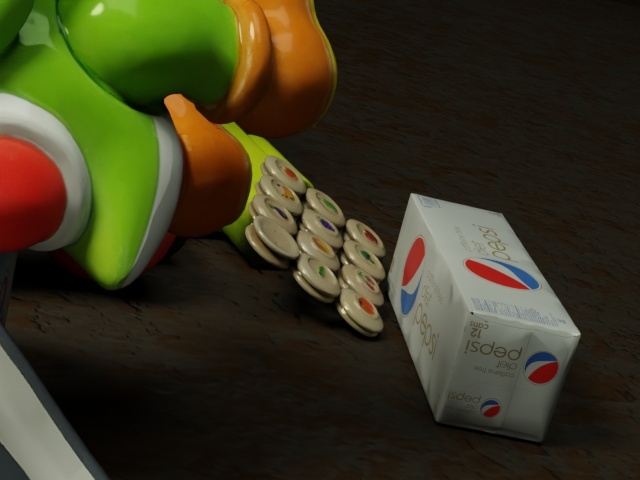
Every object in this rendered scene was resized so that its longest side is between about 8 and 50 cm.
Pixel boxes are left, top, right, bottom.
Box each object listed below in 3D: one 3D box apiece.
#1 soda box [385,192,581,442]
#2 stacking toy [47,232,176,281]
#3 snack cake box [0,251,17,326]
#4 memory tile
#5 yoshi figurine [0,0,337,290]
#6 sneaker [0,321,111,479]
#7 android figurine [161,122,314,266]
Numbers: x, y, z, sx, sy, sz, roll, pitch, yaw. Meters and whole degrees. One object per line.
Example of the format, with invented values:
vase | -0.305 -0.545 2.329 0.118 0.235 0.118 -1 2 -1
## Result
soda box | 0.095 0.042 0.960 0.069 0.074 0.216 12 18 -10
stacking toy | -0.222 -0.060 0.865 0.330 0.141 0.141 28 8 -33
snack cake box | -0.227 0.043 0.660 0.152 0.089 0.264 12 17 -5
memory tile | 0.000 0.000 1.013 0.113 0.012 0.148 38 21 -13
yoshi figurine | -0.186 -0.087 0.666 0.362 0.204 0.203 -5 9 -42
sneaker | -0.126 0.131 0.493 0.226 0.163 0.086 53 -14 -3
android figurine | -0.130 -0.061 1.112 0.248 0.056 0.273 2 25 -34
